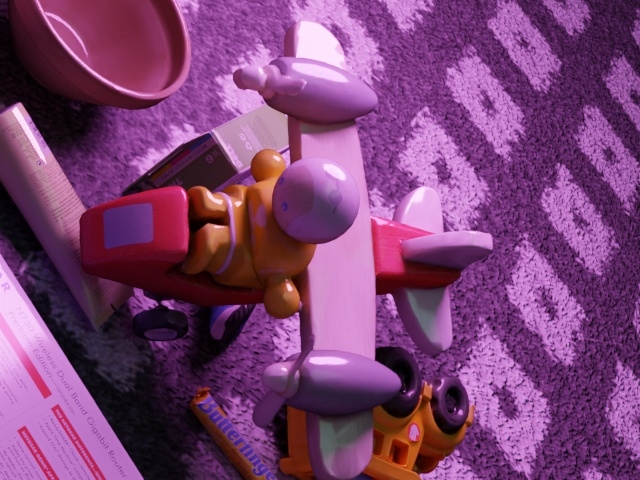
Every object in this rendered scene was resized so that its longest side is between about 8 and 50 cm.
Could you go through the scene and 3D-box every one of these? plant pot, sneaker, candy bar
[{"bbox_3d":[-0.266,-0.235,1.827,0.237,0.110,0.237,33,40,-33],"label":"plant pot"},{"bbox_3d":[-0.101,0.034,1.871,0.081,0.080,0.211,25,40,-9],"label":"sneaker"},{"bbox_3d":[-0.088,0.225,1.768,0.161,0.018,0.040,53,33,-8],"label":"candy bar"}]

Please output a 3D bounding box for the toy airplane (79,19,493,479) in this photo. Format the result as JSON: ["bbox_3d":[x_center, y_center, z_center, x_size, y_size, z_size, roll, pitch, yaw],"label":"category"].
[{"bbox_3d":[0.000,0.000,1.690,0.386,0.272,0.384,43,66,6],"label":"toy airplane"}]

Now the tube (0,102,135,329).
[{"bbox_3d":[-0.275,-0.026,1.700,0.070,0.062,0.240,-35,102,-19],"label":"tube"}]

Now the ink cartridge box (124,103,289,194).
[{"bbox_3d":[-0.121,-0.089,1.897,0.062,0.109,0.209,57,33,0],"label":"ink cartridge box"}]

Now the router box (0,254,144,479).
[{"bbox_3d":[-0.339,0.162,1.436,0.335,0.082,0.301,58,33,0],"label":"router box"}]

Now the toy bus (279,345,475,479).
[{"bbox_3d":[0.062,0.242,1.851,0.220,0.149,0.211,29,56,-41],"label":"toy bus"}]
